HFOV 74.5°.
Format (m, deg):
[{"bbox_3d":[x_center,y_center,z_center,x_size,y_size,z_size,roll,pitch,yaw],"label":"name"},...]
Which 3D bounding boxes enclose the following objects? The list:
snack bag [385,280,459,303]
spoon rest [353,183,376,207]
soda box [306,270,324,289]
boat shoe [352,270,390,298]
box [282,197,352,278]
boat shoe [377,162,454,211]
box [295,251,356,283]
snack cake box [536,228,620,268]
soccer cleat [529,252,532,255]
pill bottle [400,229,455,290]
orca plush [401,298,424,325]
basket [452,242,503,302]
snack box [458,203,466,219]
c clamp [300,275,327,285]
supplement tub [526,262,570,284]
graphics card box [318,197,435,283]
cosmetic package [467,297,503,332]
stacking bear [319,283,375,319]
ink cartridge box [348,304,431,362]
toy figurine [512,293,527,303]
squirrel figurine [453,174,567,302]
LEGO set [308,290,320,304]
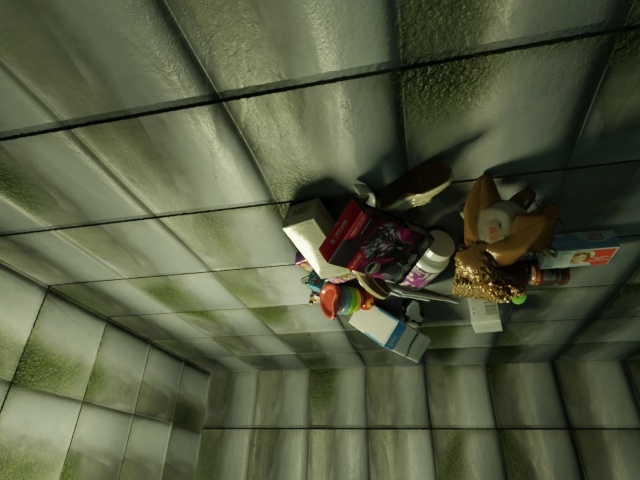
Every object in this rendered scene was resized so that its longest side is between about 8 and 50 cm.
[{"bbox_3d":[0.432,0.244,2.014,0.343,0.037,0.323,11,-179,-25],"label":"snack bag"},{"bbox_3d":[0.153,-0.093,1.555,0.084,0.137,0.276,-16,141,-17],"label":"spoon rest"},{"bbox_3d":[-0.022,0.200,1.999,0.071,0.067,0.210,20,168,3],"label":"soda box"},{"bbox_3d":[0.211,0.109,1.810,0.123,0.123,0.342,-33,104,25],"label":"boat shoe"},{"bbox_3d":[0.000,0.000,1.630,0.148,0.121,0.311,-14,130,26],"label":"box"},{"bbox_3d":[0.330,-0.169,1.423,0.098,0.109,0.302,18,152,-34],"label":"boat shoe"},{"bbox_3d":[0.055,0.110,1.949,0.201,0.057,0.293,-23,142,37],"label":"box"},{"bbox_3d":[1.056,0.038,1.744,0.265,0.089,0.152,-5,147,12],"label":"snack cake box"},{"bbox_3d":[0.799,0.054,1.796,0.196,0.076,0.068,-19,144,31],"label":"soccer cleat"},{"bbox_3d":[0.436,0.083,1.775,0.169,0.169,0.301,8,148,-10],"label":"pill bottle"},{"bbox_3d":[0.516,0.389,2.406,0.287,0.102,0.151,25,99,-50],"label":"orca plush"},{"bbox_3d":[0.678,0.129,1.754,0.223,0.213,0.299,9,168,19],"label":"basket"},{"bbox_3d":[0.595,-0.097,1.590,0.100,0.037,0.141,-18,143,32],"label":"snack box"},{"bbox_3d":[-0.015,0.210,2.159,0.161,0.022,0.137,-20,143,32],"label":"c clamp"},{"bbox_3d":[1.016,0.151,1.922,0.198,0.106,0.106,-1,149,4],"label":"supplement tub"},{"bbox_3d":[0.209,0.014,1.526,0.371,0.094,0.232,18,115,-34],"label":"graphics card box"},{"bbox_3d":[0.905,0.406,2.313,0.152,0.151,0.183,-11,146,21],"label":"cosmetic package"},{"bbox_3d":[0.156,0.309,2.188,0.289,0.175,0.164,5,-176,-29],"label":"stacking bear"},{"bbox_3d":[0.397,0.513,2.384,0.395,0.166,0.285,34,176,-42],"label":"ink cartridge box"},{"bbox_3d":[0.871,0.195,1.971,0.159,0.173,0.130,36,118,-27],"label":"toy figurine"},{"bbox_3d":[0.673,0.010,1.492,0.371,0.281,0.396,7,114,-44],"label":"squirrel figurine"},{"bbox_3d":[0.042,0.328,2.325,0.245,0.060,0.182,-5,145,12],"label":"LEGO set"}]
